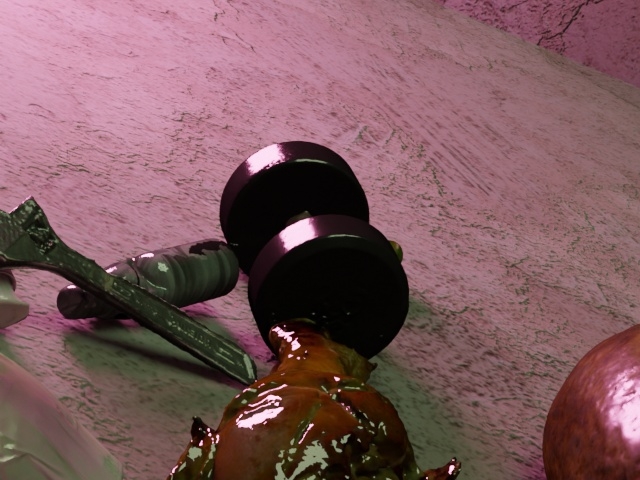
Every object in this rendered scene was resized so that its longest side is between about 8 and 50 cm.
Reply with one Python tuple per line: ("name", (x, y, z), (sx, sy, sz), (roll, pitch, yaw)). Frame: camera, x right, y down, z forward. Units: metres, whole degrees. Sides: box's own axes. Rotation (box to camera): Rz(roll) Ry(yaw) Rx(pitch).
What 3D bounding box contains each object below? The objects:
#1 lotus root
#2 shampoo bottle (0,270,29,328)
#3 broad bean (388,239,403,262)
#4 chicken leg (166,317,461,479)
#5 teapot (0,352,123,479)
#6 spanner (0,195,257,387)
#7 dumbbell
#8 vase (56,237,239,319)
("lotus root", (0.328, 0.201, 1.587), (0.250, 0.250, 0.346), (23, 16, -9))
("shampoo bottle", (-0.309, -0.002, 1.504), (0.074, 0.074, 0.192), (8, 39, -41))
("broad bean", (0.000, 0.000, 1.900), (0.213, 0.048, 0.070), (16, 27, -26))
("chicken leg", (0.013, 0.158, 1.418), (0.211, 0.140, 0.361), (22, 24, 9))
("teapot", (-0.229, 0.171, 1.137), (0.178, 0.221, 0.163), (33, 59, -12))
("spanner", (-0.180, 0.045, 1.508), (0.325, 0.026, 0.093), (33, 38, -25))
("dumbbell", (-0.009, 0.013, 1.714), (0.152, 0.152, 0.218), (18, 23, -23))
("vase", (-0.161, 0.041, 1.597), (0.060, 0.060, 0.211), (38, 29, 27))
